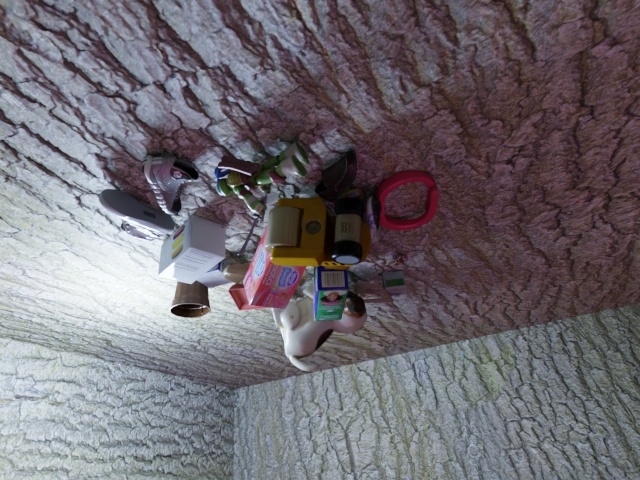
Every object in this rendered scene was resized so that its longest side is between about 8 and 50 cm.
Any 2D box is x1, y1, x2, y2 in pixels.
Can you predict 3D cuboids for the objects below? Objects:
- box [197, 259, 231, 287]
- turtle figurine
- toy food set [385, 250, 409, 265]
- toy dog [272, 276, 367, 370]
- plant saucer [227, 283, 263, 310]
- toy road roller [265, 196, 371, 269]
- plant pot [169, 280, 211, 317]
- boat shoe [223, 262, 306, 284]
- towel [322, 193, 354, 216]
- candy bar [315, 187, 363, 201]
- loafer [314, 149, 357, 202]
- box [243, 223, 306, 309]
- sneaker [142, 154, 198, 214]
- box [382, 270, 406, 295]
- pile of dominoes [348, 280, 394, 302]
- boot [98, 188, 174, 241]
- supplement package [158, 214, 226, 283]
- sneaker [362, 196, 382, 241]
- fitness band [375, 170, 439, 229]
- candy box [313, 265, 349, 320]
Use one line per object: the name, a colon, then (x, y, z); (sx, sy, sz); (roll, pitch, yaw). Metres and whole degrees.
box: (-0.442, 0.131, 1.656); (0.126, 0.072, 0.137); (-14, 149, 13)
turtle figurine: (-0.145, -0.142, 1.144); (0.266, 0.274, 0.198); (-25, 178, 21)
toy food set: (0.347, 0.087, 1.774); (0.078, 0.019, 0.122); (2, 148, -14)
toy dog: (0.009, 0.346, 1.806); (0.408, 0.395, 0.284); (-18, 135, -6)
plant saucer: (-0.290, 0.258, 1.920); (0.259, 0.047, 0.259); (-5, 148, -1)
toy road roller: (0.000, 0.000, 1.310); (0.330, 0.202, 0.240); (2, 158, 6)
plant pot: (-0.547, 0.224, 1.703); (0.167, 0.165, 0.167); (-4, 149, -2)
boat shoe: (-0.227, 0.118, 1.639); (0.341, 0.110, 0.121); (5, 155, -24)
towel: (0.037, -0.097, 1.383); (0.197, 0.029, 0.144); (-14, 155, 18)
candy bar: (0.063, -0.149, 1.335); (0.162, 0.018, 0.040); (-11, 149, 9)
loafer: (0.043, -0.188, 1.205); (0.078, 0.080, 0.220); (6, 147, -20)
box: (-0.154, 0.091, 1.462); (0.154, 0.142, 0.299); (13, 116, -30)
sneaker: (-0.415, -0.159, 1.171); (0.132, 0.086, 0.228); (-8, 148, -2)
box: (0.351, 0.207, 1.910); (0.101, 0.087, 0.102); (-7, 148, 3)
pile of dominoes: (0.205, 0.238, 1.922); (0.251, 0.040, 0.196); (-8, 140, 29)
boot: (-0.607, -0.065, 1.276); (0.123, 0.095, 0.258); (-29, 144, 22)
supplement package: (-0.461, 0.037, 1.433); (0.134, 0.139, 0.244); (21, 138, -39)
sneaker: (0.164, -0.068, 1.362); (0.086, 0.085, 0.237); (10, 152, 13)
fitness band: (0.294, -0.131, 1.379); (0.209, 0.054, 0.291); (-7, 148, 6)
candy box: (0.033, 0.135, 1.559); (0.122, 0.268, 0.317); (-1, 149, -2)
